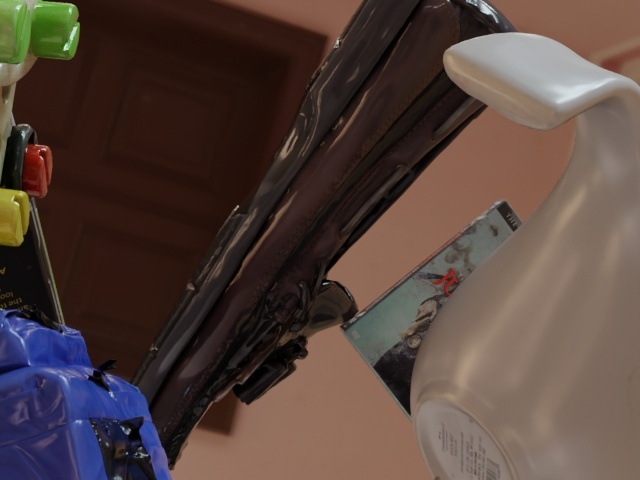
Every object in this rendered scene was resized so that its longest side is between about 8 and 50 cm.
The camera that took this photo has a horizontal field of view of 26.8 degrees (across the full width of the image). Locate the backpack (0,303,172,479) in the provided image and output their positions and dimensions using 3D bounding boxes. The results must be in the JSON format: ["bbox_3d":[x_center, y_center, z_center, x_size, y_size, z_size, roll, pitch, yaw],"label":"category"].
[{"bbox_3d":[-0.106,0.081,0.497,0.120,0.098,0.101,46,30,-73],"label":"backpack"}]

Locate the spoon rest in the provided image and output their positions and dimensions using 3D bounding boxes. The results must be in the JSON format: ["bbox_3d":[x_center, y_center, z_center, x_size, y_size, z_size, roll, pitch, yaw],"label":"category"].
[{"bbox_3d":[0.094,0.033,0.565,0.137,0.084,0.276,38,-35,36],"label":"spoon rest"}]

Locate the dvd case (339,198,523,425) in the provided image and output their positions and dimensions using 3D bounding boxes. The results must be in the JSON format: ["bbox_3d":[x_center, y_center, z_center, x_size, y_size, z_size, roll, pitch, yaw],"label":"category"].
[{"bbox_3d":[0.083,0.047,0.758,0.119,0.087,0.013,-38,-171,-10],"label":"dvd case"}]

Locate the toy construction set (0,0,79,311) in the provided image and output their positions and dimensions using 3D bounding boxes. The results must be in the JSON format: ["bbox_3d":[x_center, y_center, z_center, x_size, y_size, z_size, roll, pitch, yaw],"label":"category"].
[{"bbox_3d":[-0.208,-0.016,0.644,0.215,0.151,0.328,95,16,-81],"label":"toy construction set"}]

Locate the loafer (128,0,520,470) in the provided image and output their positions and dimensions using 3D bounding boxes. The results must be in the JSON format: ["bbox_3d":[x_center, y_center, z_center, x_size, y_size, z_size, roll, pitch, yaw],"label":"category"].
[{"bbox_3d":[0.000,0.000,0.689,0.303,0.095,0.109,-58,-176,6],"label":"loafer"}]

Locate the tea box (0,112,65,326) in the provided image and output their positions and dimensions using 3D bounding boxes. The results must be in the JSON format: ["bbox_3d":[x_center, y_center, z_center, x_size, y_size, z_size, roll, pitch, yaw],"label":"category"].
[{"bbox_3d":[-0.363,0.003,0.900,0.220,0.329,0.324,-125,-156,-46],"label":"tea box"}]
